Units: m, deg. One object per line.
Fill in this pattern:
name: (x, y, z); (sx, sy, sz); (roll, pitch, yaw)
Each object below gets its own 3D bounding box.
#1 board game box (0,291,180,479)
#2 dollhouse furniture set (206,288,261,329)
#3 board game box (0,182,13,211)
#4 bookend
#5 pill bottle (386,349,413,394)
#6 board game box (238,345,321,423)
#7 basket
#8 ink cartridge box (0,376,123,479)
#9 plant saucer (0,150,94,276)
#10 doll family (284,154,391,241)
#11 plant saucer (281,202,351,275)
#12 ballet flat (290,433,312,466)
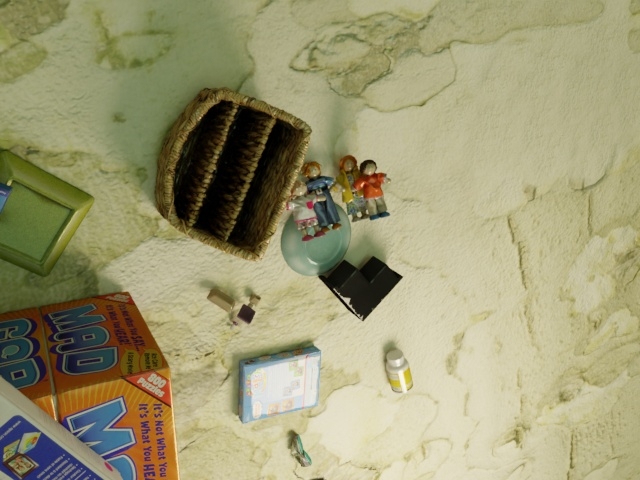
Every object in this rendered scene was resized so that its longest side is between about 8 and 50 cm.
board game box: (-0.482, 0.348, 1.128); (0.356, 0.356, 0.357); (-10, 111, -26)
dollhouse furniture set: (-0.213, 0.151, 1.423); (0.114, 0.091, 0.081); (35, 130, -12)
board game box: (-0.653, -0.028, 1.049); (0.160, 0.047, 0.210); (24, 96, -22)
bookend: (0.102, 0.093, 1.533); (0.156, 0.072, 0.157); (-47, 129, -7)
pill bottle: (0.218, 0.365, 1.705); (0.065, 0.065, 0.116); (-25, 118, -20)
board game box: (-0.101, 0.361, 1.539); (0.211, 0.039, 0.160); (-6, 109, -29)
basket: (-0.190, -0.142, 1.211); (0.213, 0.223, 0.299); (20, 97, -33)
ink cartridge box: (-0.433, 0.365, 0.911); (0.175, 0.069, 0.371); (-41, 118, -11)
plant saucer: (-0.551, -0.040, 1.145); (0.188, 0.045, 0.188); (32, 89, -33)
doll family: (0.028, -0.110, 1.412); (0.263, 0.118, 0.163); (-17, 100, -11)
plant saucer: (0.000, 0.000, 1.476); (0.195, 0.037, 0.195); (-10, 112, -27)
ballet flat: (-0.058, 0.565, 1.635); (0.041, 0.041, 0.114); (-30, 118, -18)
